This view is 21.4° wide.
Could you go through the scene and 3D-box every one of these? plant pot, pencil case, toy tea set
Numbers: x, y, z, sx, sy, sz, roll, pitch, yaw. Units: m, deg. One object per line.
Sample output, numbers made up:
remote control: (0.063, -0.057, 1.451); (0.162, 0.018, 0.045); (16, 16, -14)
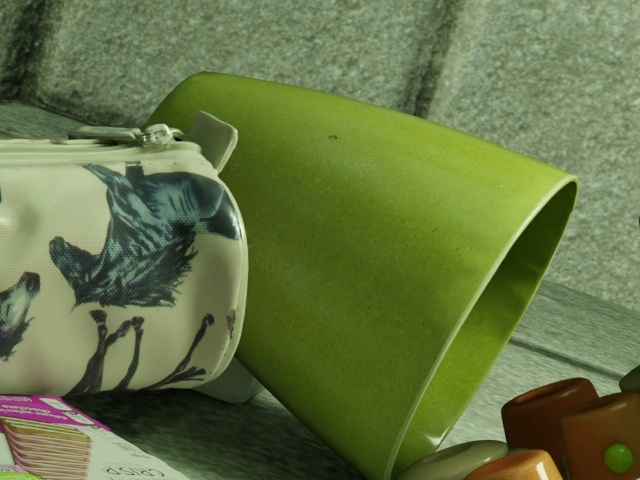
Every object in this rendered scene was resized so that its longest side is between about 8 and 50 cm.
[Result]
plant pot: (0.000, 0.000, 1.291); (0.293, 0.274, 0.275); (31, 11, 14)
pencil case: (-0.243, 0.010, 0.979); (0.410, 0.183, 0.160); (-2, 15, -35)
toy tea set: (0.177, 0.185, 1.216); (0.200, 0.124, 0.336); (-19, 2, 40)

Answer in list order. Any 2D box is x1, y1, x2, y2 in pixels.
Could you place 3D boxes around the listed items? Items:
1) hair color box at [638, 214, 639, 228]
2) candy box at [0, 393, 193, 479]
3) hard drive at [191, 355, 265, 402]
hair color box: (0.342, 0.127, 1.152); (0.185, 0.113, 0.374); (18, 48, -23)
candy box: (-0.132, 0.150, 0.875); (0.233, 0.071, 0.159); (25, 10, 38)
hard drive: (-0.119, 0.073, 1.536); (0.203, 0.040, 0.307); (20, 8, 10)
